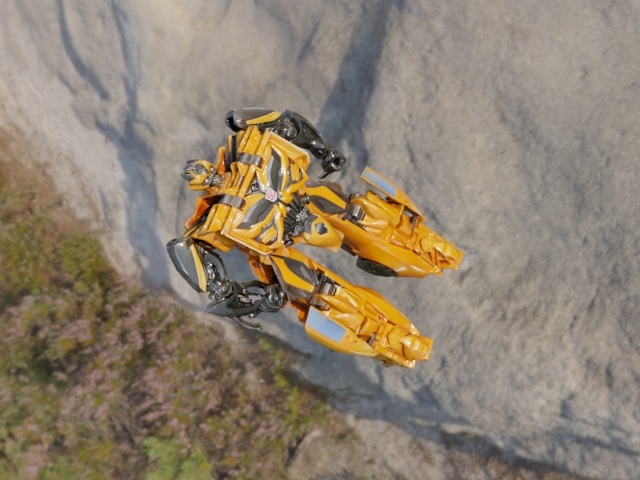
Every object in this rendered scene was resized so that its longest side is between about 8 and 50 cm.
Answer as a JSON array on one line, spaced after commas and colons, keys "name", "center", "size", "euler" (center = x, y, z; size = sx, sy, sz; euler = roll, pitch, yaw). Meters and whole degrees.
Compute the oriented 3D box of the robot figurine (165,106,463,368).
[{"name": "robot figurine", "center": [0.000, 0.000, 0.738], "size": [0.291, 0.211, 0.085], "euler": [31, 160, -30]}]
